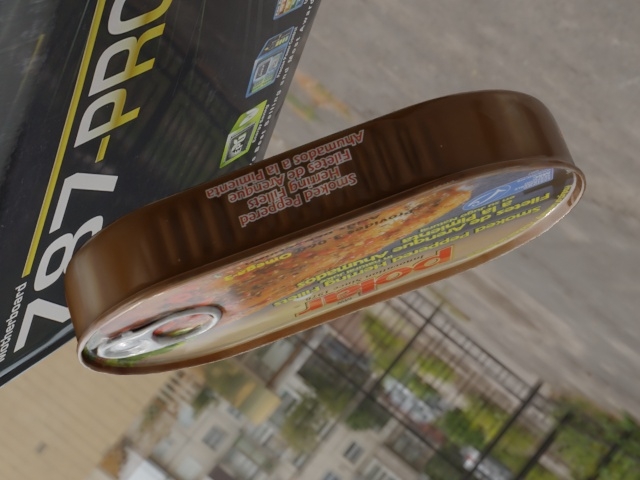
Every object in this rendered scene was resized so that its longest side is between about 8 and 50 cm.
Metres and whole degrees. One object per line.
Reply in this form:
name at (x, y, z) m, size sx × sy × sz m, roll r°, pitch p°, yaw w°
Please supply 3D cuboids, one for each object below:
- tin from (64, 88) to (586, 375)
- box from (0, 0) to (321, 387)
tin at (0.000, 0.000, 0.445) m, size 0.106 × 0.190 × 0.040 m, roll 64°, pitch -173°, yaw -67°
box at (-0.095, -0.116, 0.478) m, size 0.097 × 0.395 × 0.318 m, roll 35°, pitch -145°, yaw 16°
